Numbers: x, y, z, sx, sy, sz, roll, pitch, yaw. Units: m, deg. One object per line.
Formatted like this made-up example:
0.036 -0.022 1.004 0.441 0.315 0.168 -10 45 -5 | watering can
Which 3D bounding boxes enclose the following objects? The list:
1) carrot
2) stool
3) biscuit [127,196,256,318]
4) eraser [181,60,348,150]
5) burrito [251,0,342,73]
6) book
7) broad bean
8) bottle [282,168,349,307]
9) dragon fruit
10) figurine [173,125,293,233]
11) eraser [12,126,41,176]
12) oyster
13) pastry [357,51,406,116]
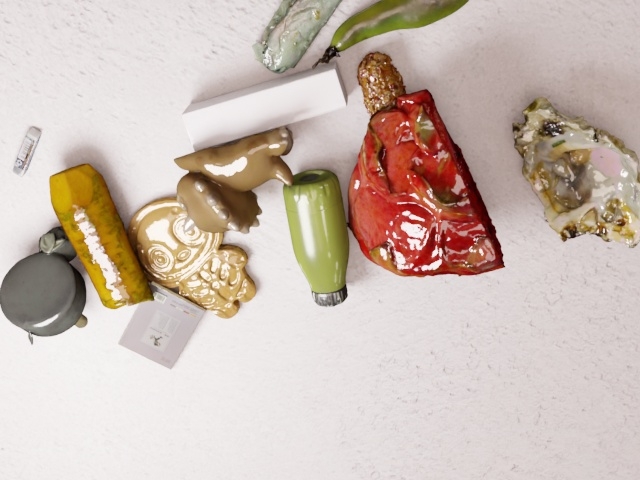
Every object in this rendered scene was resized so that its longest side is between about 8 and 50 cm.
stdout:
-0.426 0.000 1.985 0.114 0.114 0.302 -20 101 10 | carrot
-0.519 0.095 2.021 0.153 0.139 0.228 32 79 19 | stool
-0.255 0.040 2.046 0.202 0.044 0.289 -37 103 15 | biscuit
-0.101 -0.249 1.903 0.298 0.078 0.076 -16 110 9 | eraser
-0.014 -0.432 1.835 0.096 0.066 0.309 33 110 -15 | burrito
-0.325 0.176 2.098 0.127 0.014 0.182 28 120 -8 | book
0.128 -0.400 1.846 0.325 0.067 0.075 -23 78 13 | broad bean
0.000 0.000 1.977 0.112 0.112 0.260 -8 111 6 | bottle
0.156 -0.074 1.850 0.285 0.228 0.329 -13 127 12 | dragon fruit
-0.153 -0.097 1.912 0.247 0.177 0.173 -15 92 4 | figurine
-0.567 -0.171 1.989 0.027 0.019 0.099 29 111 6 | eraser
0.492 -0.133 1.918 0.201 0.107 0.355 -16 123 30 | oyster
0.121 -0.263 1.895 0.087 0.063 0.169 -25 109 8 | pastry
